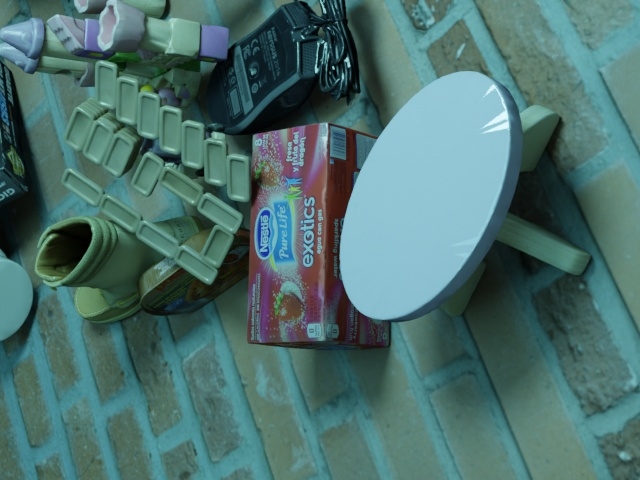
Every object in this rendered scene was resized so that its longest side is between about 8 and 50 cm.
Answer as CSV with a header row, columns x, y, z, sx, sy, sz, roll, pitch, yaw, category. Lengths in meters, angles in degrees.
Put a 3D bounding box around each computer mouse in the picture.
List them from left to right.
x,y,z,sx,sy,sz,roll,pitch,yaw,category
-0.041,-0.214,1.574,0.272,0.072,0.188,-27,66,44,computer mouse

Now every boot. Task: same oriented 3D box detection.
x,y,z,sx,sy,sz,roll,pitch,yaw,category
-0.304,0.040,1.676,0.262,0.203,0.095,-29,71,38,boot

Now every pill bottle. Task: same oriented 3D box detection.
x,y,z,sx,sy,sz,roll,pitch,yaw,category
-0.579,0.058,1.934,0.278,0.162,0.162,18,95,40,pill bottle

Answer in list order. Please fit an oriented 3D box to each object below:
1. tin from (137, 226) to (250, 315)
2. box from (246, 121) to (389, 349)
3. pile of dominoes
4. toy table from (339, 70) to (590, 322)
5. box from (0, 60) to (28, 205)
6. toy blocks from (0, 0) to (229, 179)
x,y,z,sx,sy,sz,roll,pitch,yaw,category
-0.160,0.039,1.623,0.190,0.106,0.040,-35,63,30,tin
0.000,0.000,1.481,0.123,0.128,0.256,-5,80,39,box
-0.193,-0.088,1.517,0.251,0.040,0.196,34,126,5,pile of dominoes
0.151,-0.036,1.341,0.252,0.161,0.274,49,113,34,toy table
-0.603,-0.123,1.930,0.296,0.073,0.293,-29,48,9,box
-0.289,-0.238,1.627,0.289,0.260,0.308,-8,78,59,toy blocks
